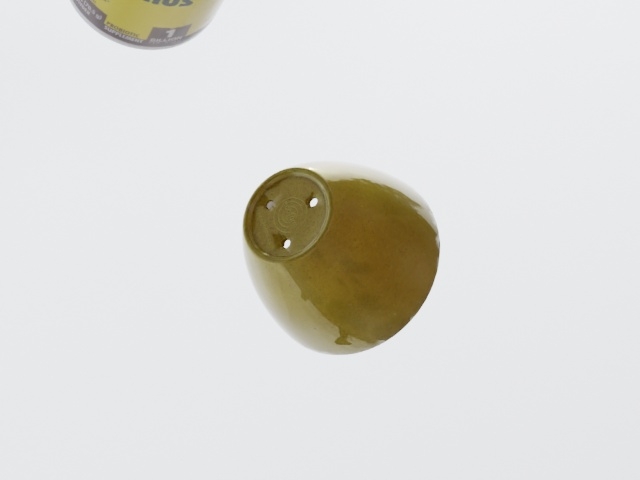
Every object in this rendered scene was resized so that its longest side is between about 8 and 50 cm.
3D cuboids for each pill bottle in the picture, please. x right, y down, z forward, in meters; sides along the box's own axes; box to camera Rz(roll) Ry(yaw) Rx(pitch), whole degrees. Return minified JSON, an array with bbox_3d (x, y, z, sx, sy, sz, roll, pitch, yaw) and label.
[{"bbox_3d":[-0.094,-0.220,1.233,0.117,0.215,0.117,7,-114,-17],"label":"pill bottle"}]

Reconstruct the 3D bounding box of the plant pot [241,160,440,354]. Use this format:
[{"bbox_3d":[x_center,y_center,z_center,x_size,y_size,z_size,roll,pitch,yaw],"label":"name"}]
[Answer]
[{"bbox_3d":[0.000,0.000,1.259,0.095,0.134,0.134,35,-103,-56],"label":"plant pot"}]
